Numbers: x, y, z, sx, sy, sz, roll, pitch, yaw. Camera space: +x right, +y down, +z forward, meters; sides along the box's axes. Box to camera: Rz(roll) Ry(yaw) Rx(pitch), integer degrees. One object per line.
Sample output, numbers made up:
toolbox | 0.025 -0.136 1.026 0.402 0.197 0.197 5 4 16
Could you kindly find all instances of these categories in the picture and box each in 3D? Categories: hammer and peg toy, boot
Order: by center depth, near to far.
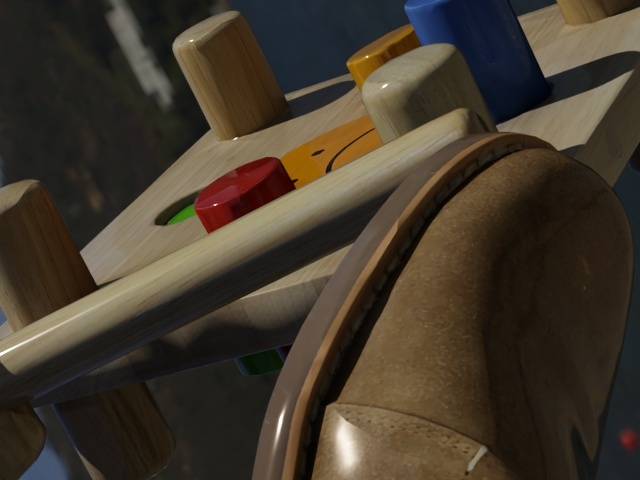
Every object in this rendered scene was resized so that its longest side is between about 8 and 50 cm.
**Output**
boot | 0.041 0.094 0.423 0.112 0.115 0.305 52 -136 -34
hammer and peg toy | 0.000 0.000 0.706 0.127 0.266 0.361 64 -148 -16
